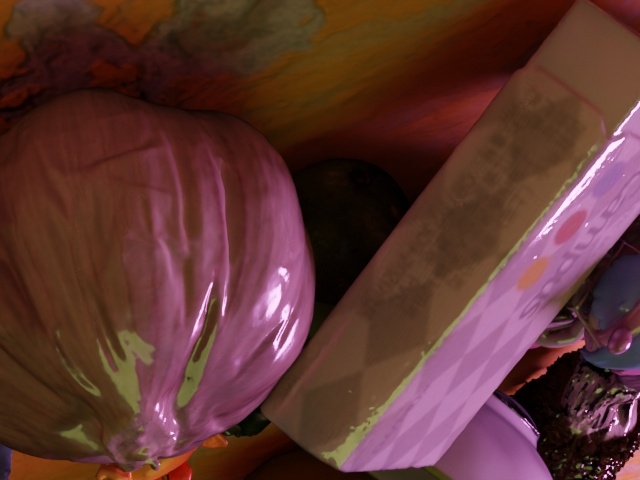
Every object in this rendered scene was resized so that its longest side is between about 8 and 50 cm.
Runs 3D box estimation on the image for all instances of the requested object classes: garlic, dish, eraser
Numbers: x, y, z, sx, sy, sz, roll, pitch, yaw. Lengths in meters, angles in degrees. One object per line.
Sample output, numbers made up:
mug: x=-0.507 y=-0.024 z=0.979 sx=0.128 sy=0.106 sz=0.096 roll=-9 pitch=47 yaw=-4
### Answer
garlic: x=-0.139 y=0.037 z=1.036 sx=0.317 sy=0.259 sz=0.317 roll=-6 pitch=148 yaw=-4
dish: x=0.118 y=0.190 z=1.433 sx=0.124 sy=0.324 sz=0.324 roll=-54 pitch=150 yaw=-13
eraser: x=0.139 y=0.010 z=1.113 sx=0.397 sy=0.082 sz=0.213 roll=-53 pitch=154 yaw=15

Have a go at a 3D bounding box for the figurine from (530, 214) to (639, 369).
figurine: x=0.254 y=0.042 z=1.289 sx=0.205 sy=0.103 sz=0.260 roll=-44 pitch=-167 yaw=-16

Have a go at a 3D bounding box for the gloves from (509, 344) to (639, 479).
gloves: x=0.278 y=0.204 z=1.551 sx=0.135 sy=0.210 sz=0.312 roll=16 pitch=122 yaw=-1

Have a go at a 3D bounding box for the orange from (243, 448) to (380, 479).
orange: x=0.018 y=0.364 z=1.661 sx=0.279 sy=0.235 sz=0.279 roll=-5 pitch=153 yaw=-2

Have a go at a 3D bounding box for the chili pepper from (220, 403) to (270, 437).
chili pepper: x=-0.160 y=0.119 z=1.309 sx=0.265 sy=0.116 sz=0.148 roll=4 pitch=151 yaw=-25

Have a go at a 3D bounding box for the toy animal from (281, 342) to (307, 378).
toy animal: x=-0.036 y=0.096 z=1.247 sx=0.070 sy=0.105 sz=0.202 roll=-47 pitch=107 yaw=-9

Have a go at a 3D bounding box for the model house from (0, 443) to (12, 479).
model house: x=-0.434 y=0.168 z=1.172 sx=0.329 sy=0.251 sz=0.295 roll=10 pitch=143 yaw=-23

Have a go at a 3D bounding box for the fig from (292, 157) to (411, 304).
fig: x=0.000 y=0.000 z=1.172 sx=0.156 sy=0.123 sz=0.123 roll=-24 pitch=149 yaw=31

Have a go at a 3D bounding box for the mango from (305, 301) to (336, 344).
mango: x=0.092 y=0.034 z=1.273 sx=0.251 sy=0.114 sz=0.156 roll=-32 pitch=148 yaw=9

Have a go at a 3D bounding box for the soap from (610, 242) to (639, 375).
soap: x=0.427 y=-0.014 z=1.317 sx=0.233 sy=0.128 sz=0.359 roll=2 pitch=145 yaw=-25

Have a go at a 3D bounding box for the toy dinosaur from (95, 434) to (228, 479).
toy dinosaur: x=-0.152 y=0.193 z=1.465 sx=0.117 sy=0.070 sz=0.288 roll=21 pitch=122 yaw=-30
